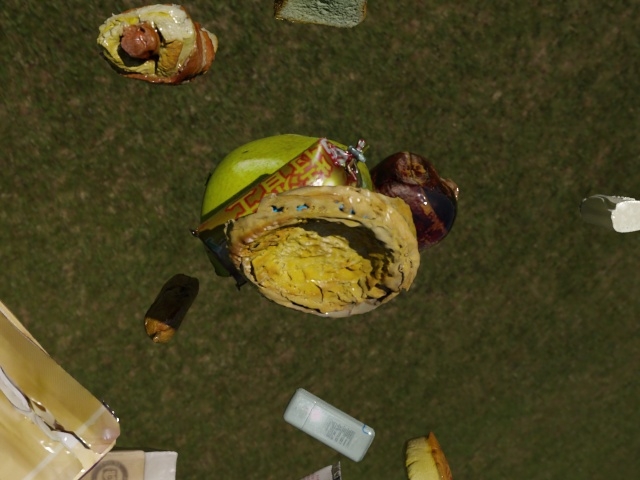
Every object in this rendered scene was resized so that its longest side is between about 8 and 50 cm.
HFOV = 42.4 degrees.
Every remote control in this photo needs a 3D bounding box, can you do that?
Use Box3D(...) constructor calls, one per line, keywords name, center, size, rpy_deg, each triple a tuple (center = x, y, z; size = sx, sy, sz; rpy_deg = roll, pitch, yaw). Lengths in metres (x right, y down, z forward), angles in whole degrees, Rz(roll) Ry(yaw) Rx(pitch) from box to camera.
Box3D(name="remote control", center=(0.011, 0.250, 1.117), size=(0.053, 0.124, 0.018), rpy_deg=(-63, 172, 6))

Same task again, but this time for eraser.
Box3D(name="eraser", center=(-0.435, 0.405, 1.442), size=(0.343, 0.144, 0.078), rpy_deg=(8, 78, -35))

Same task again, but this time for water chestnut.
Box3D(name="water chestnut", center=(0.176, -0.076, 1.796), size=(0.238, 0.223, 0.224), rpy_deg=(-36, 147, 19))

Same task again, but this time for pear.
Box3D(name="pear", center=(-0.045, -0.092, 1.644), size=(0.342, 0.318, 0.238), rpy_deg=(-42, 117, -44))

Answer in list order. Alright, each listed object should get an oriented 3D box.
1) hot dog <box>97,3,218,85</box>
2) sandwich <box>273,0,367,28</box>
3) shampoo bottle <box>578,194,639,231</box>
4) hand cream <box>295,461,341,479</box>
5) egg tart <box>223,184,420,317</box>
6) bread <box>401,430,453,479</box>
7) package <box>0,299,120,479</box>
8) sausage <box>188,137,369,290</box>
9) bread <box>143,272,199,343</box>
Box3D(name="hot dog", center=(-0.220, -0.262, 1.157), size=(0.146, 0.103, 0.213), rpy_deg=(-10, 178, 15))
Box3D(name="sandwich", center=(0.011, -0.491, 1.532), size=(0.186, 0.065, 0.214), rpy_deg=(6, 152, -11))
Box3D(name="shampoo bottle", center=(0.308, -0.032, 0.884), size=(0.049, 0.141, 0.034), rpy_deg=(-16, 97, -1))
Box3D(name="hand cream", center=(-0.070, 0.441, 1.329), size=(0.248, 0.083, 0.133), rpy_deg=(-30, -171, 5))
Box3D(name="egg tart", center=(0.000, 0.000, 1.151), size=(0.291, 0.107, 0.291), rpy_deg=(2, 142, 1))
Box3D(name="bread", center=(0.200, 0.425, 1.545), size=(0.086, 0.125, 0.156), rpy_deg=(-13, 154, 4))
Box3D(name="package", center=(-0.373, 0.153, 0.866), size=(0.165, 0.311, 0.221), rpy_deg=(-41, -178, 28))
Box3D(name="sausage", center=(-0.047, -0.056, 1.329), size=(0.317, 0.125, 0.117), rpy_deg=(-36, 173, -2))
Box3D(name="bread", center=(-0.347, 0.157, 1.885), size=(0.084, 0.344, 0.124), rpy_deg=(28, 103, -6))
